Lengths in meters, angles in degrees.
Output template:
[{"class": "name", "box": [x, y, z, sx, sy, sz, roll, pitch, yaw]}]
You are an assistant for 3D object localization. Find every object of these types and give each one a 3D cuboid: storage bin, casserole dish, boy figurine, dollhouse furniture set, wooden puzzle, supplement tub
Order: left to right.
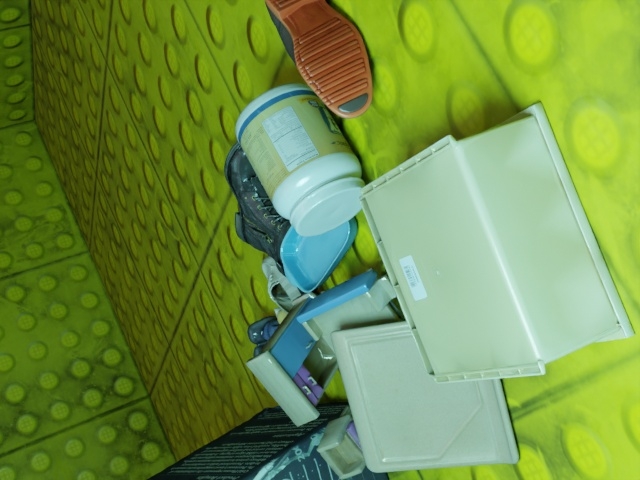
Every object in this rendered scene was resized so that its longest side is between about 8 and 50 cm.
[{"class": "boy figurine", "box": [-0.048, 0.219, 1.635, 0.285, 0.092, 0.177, 7, 112, 67]}, {"class": "supplement tub", "box": [-0.027, -0.121, 1.270, 0.199, 0.144, 0.144, 61, 154, 20]}, {"class": "casserole dish", "box": [0.000, 0.000, 1.375, 0.114, 0.037, 0.188, 55, 130, 30]}, {"class": "dollhouse furniture set", "box": [0.092, 0.176, 1.343, 0.303, 0.198, 0.286, -30, 103, 35]}, {"class": "wooden puzzle", "box": [0.144, 0.214, 1.179, 0.239, 0.044, 0.221, -10, 100, 29]}, {"class": "storage bin", "box": [0.181, 0.020, 0.972, 0.262, 0.123, 0.260, 69, 156, 3]}]

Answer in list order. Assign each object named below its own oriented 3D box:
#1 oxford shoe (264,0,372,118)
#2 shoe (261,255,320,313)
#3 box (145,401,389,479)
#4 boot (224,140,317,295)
[{"class": "oxford shoe", "box": [0.000, -0.273, 1.196, 0.098, 0.097, 0.271, 77, 168, -67]}, {"class": "shoe", "box": [-0.064, 0.092, 1.608, 0.219, 0.058, 0.076, 40, 142, 48]}, {"class": "box", "box": [-0.091, 0.594, 1.463, 0.297, 0.472, 0.480, -15, 95, 44]}, {"class": "boot", "box": [-0.069, -0.040, 1.514, 0.229, 0.091, 0.263, 39, 145, 41]}]
